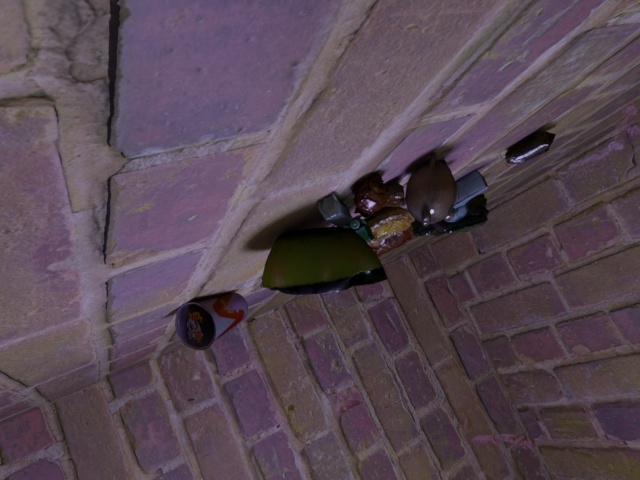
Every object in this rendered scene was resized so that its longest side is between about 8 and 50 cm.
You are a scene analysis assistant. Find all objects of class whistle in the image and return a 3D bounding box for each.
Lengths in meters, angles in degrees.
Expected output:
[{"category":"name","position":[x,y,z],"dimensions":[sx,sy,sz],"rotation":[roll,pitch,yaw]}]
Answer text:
[{"category":"whistle","position":[0.599,-0.174,2.072],"dimensions":[0.289,0.163,0.163],"rotation":[-34,167,23]}]

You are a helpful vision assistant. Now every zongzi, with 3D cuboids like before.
[{"category":"zongzi","position":[0.827,-0.368,1.880],"dimensions":[0.187,0.084,0.184],"rotation":[-25,-178,38]}]

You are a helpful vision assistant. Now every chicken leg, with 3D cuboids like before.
[{"category":"chicken leg","position":[0.154,-0.123,1.459],"dimensions":[0.113,0.093,0.304],"rotation":[-37,174,0]}]

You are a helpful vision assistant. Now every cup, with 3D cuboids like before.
[{"category":"cup","position":[-0.435,0.315,1.981],"dimensions":[0.203,0.203,0.288],"rotation":[-30,175,24]}]

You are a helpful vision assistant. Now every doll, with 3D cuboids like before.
[{"category":"doll","position":[0.357,-0.152,1.535],"dimensions":[0.174,0.235,0.330],"rotation":[8,180,14]}]

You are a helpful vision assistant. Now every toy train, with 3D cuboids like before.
[{"category":"toy train","position":[0.115,-0.015,1.828],"dimensions":[0.178,0.104,0.071],"rotation":[-30,173,28]}]

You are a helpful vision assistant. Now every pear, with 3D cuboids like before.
[{"category":"pear","position":[0.003,0.048,1.499],"dimensions":[0.399,0.165,0.399],"rotation":[-4,-174,0]}]

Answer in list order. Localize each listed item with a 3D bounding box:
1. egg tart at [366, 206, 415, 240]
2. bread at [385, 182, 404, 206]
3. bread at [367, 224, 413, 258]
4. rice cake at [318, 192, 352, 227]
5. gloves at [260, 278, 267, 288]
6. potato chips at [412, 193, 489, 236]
[{"category":"egg tart","position":[0.265,-0.073,1.937],"dimensions":[0.232,0.098,0.252],"rotation":[-13,161,-27]},{"category":"bread","position":[0.233,-0.149,1.539],"dimensions":[0.082,0.060,0.113],"rotation":[0,167,7]},{"category":"bread","position":[0.246,0.023,2.156],"dimensions":[0.380,0.109,0.185],"rotation":[-33,154,4]},{"category":"rice cake","position":[0.047,-0.085,1.415],"dimensions":[0.063,0.069,0.206],"rotation":[-27,171,10]},{"category":"gloves","position":[-0.174,0.178,2.086],"dimensions":[0.180,0.106,0.129],"rotation":[-28,172,-8]},{"category":"potato chips","position":[0.589,-0.110,2.261],"dimensions":[0.429,0.070,0.358],"rotation":[-21,-159,10]}]
